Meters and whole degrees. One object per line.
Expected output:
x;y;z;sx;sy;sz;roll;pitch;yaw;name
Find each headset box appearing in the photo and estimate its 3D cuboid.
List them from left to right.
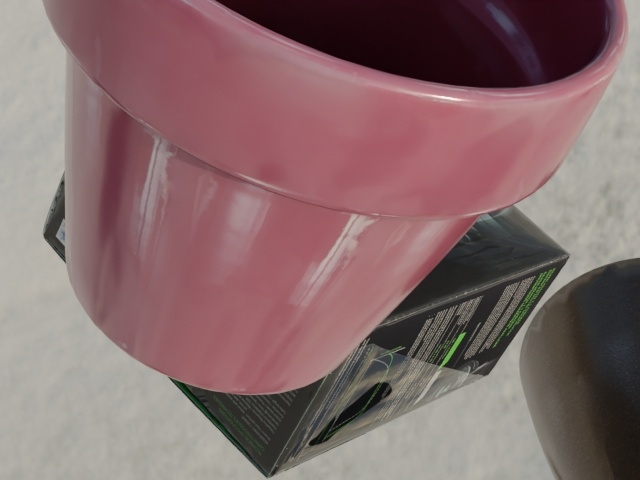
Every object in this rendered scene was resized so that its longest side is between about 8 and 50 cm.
0.000;0.000;0.981;0.246;0.131;0.283;43;34;23;headset box

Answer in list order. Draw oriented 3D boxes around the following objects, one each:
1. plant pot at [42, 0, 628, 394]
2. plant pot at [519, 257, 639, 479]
-0.015;-0.047;0.526;0.201;0.180;0.201;15;39;-12;plant pot
0.268;0.164;1.085;0.215;0.215;0.230;1;32;4;plant pot
